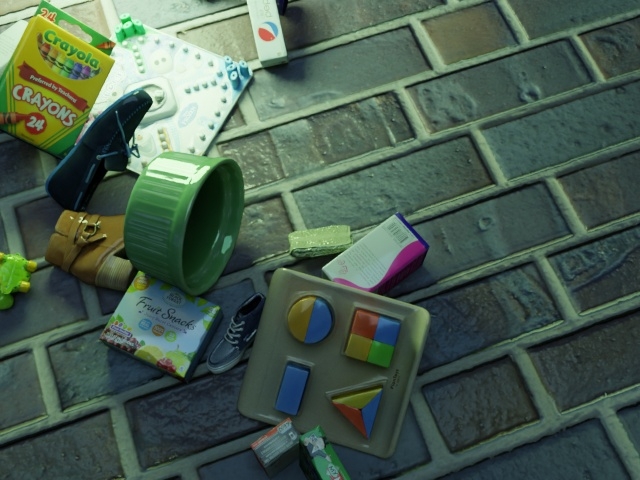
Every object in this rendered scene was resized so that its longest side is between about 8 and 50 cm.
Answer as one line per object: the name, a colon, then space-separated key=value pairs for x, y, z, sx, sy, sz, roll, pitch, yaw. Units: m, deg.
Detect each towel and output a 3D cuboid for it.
towel: x=0.000 y=0.000 z=1.744 sx=0.148 sy=0.027 sz=0.110 roll=-8 pitch=27 yaw=-1

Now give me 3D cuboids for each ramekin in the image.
ramekin: x=-0.293 y=-0.046 z=1.651 sx=0.148 sy=0.303 sz=0.304 roll=15 pitch=67 yaw=14

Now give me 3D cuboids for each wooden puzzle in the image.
wooden puzzle: x=0.022 y=0.253 z=1.576 sx=0.347 sy=0.080 sz=0.322 roll=16 pitch=91 yaw=8

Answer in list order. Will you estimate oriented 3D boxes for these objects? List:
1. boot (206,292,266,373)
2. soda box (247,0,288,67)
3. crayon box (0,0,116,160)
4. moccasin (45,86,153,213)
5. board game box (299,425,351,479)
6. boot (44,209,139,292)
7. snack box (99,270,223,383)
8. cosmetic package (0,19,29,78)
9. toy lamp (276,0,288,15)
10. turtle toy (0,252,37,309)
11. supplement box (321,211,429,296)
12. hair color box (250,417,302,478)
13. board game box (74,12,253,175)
boot: x=-0.181 y=0.195 z=1.647 sx=0.069 sy=0.086 sz=0.190 roll=29 pitch=65 yaw=33
soda box: x=-0.139 y=-0.557 z=1.955 sx=0.073 sy=0.069 sz=0.216 roll=-12 pitch=87 yaw=1
crayon box: x=-0.616 y=-0.371 z=1.768 sx=0.202 sy=0.081 sz=0.319 roll=27 pitch=83 yaw=-32
moccasin: x=-0.487 y=-0.200 z=1.771 sx=0.117 sy=0.137 sz=0.342 roll=46 pitch=110 yaw=4
board game box: x=0.030 y=0.472 z=1.409 sx=0.046 sy=0.317 sz=0.214 roll=-29 pitch=70 yaw=-13
boot: x=-0.479 y=-0.031 z=1.754 sx=0.220 sy=0.109 sz=0.284 roll=18 pitch=75 yaw=11
snack box: x=-0.342 y=0.187 z=1.665 sx=0.207 sy=0.070 sz=0.175 roll=24 pitch=69 yaw=8
cosmetic package: x=-0.724 y=-0.407 z=1.854 sx=0.183 sy=0.151 sz=0.151 roll=-44 pitch=49 yaw=-18
toy lamp: x=-0.224 y=-0.659 z=2.037 sx=0.274 sy=0.080 sz=0.080 roll=15 pitch=67 yaw=3
turtle toy: x=-0.693 y=0.089 z=1.705 sx=0.095 sy=0.066 sz=0.130 roll=18 pitch=68 yaw=-18
supplement box: x=0.119 y=0.057 z=1.704 sx=0.220 sy=0.114 sz=0.111 roll=-35 pitch=72 yaw=-16
hair color box: x=-0.082 y=0.413 z=1.516 sx=0.093 sy=0.167 sz=0.053 roll=-33 pitch=71 yaw=-15
board game box: x=-0.426 y=-0.359 z=1.915 sx=0.389 sy=0.050 sz=0.390 roll=24 pitch=69 yaw=10
